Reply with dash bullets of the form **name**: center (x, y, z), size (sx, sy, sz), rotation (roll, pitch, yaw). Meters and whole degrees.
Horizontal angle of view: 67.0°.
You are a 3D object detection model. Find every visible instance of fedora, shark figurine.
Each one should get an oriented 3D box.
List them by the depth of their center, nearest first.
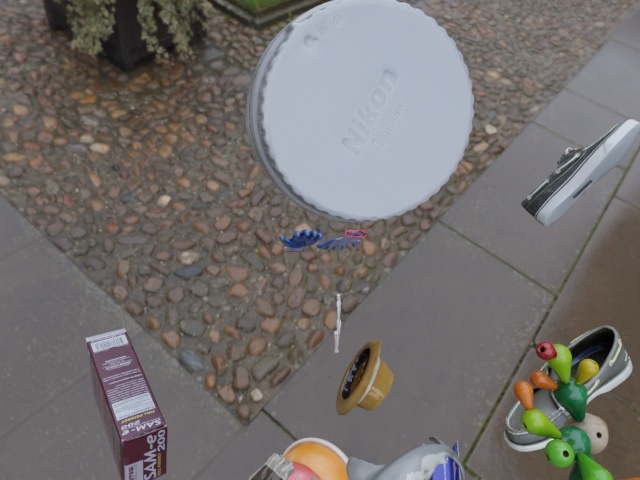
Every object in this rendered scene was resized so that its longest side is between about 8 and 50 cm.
- **shark figurine**: center (0.101, 0.329, 0.679), size (0.116, 0.166, 0.278), rotation (15, 32, 42)
- **fedora**: center (0.108, 0.314, 1.080), size (0.079, 0.194, 0.194), rotation (33, 50, -4)

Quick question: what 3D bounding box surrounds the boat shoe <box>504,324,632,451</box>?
- **boat shoe**: center (0.459, 0.274, 0.916), size (0.305, 0.091, 0.109), rotation (-32, 23, -14)

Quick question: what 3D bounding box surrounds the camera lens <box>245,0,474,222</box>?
- **camera lens**: center (0.025, -0.143, 0.562), size (0.220, 0.219, 0.274), rotation (2, 13, -10)

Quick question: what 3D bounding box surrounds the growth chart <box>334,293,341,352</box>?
- **growth chart**: center (0.071, 0.334, 1.973), size (0.021, 0.171, 0.237), rotation (1, 39, 5)

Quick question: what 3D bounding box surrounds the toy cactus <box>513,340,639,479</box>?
- **toy cactus**: center (0.313, 0.229, 0.571), size (0.181, 0.112, 0.218), rotation (13, 57, -49)

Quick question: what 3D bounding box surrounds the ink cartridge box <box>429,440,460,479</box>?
- **ink cartridge box**: center (0.360, 0.835, 1.590), size (0.069, 0.370, 0.175), rotation (19, 31, 1)

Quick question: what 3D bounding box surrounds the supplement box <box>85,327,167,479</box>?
- **supplement box**: center (-0.336, 0.279, 0.830), size (0.073, 0.130, 0.239), rotation (-11, 38, -33)

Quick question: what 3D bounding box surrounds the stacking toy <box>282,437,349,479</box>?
- **stacking toy**: center (-0.116, 0.849, 1.519), size (0.350, 0.350, 0.480), rotation (50, 20, 27)

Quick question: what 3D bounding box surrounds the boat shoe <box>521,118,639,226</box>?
- **boat shoe**: center (0.440, -0.126, 0.830), size (0.078, 0.219, 0.070), rotation (17, 30, -51)

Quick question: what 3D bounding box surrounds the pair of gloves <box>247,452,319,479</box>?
- **pair of gloves**: center (-0.104, 0.618, 1.121), size (0.240, 0.042, 0.204), rotation (7, 43, 47)

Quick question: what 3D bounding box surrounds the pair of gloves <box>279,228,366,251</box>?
- **pair of gloves**: center (0.000, 0.000, 1.079), size (0.198, 0.159, 0.023), rotation (1, 76, -17)
